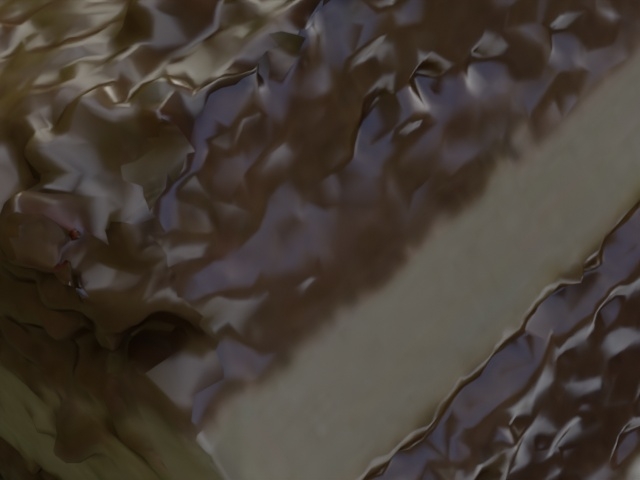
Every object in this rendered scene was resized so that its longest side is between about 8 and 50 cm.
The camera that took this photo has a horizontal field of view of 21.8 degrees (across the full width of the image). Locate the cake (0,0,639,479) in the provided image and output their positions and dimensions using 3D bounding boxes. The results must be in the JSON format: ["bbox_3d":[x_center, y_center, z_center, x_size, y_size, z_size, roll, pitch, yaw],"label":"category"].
[{"bbox_3d":[0.000,0.000,0.567,0.255,0.282,0.290,21,-35,48],"label":"cake"}]
